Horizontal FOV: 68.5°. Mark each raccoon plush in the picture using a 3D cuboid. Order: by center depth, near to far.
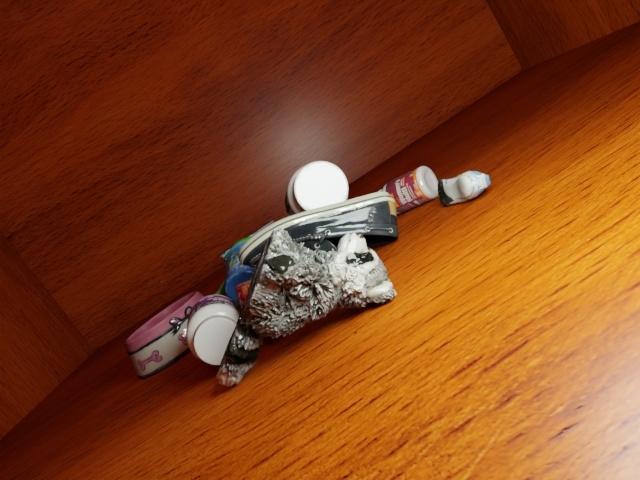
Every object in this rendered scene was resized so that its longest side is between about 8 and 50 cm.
[{"bbox_3d":[-0.028,0.168,1.102,0.216,0.299,0.446,-89,22,-61],"label":"raccoon plush"}]

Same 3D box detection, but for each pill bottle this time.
[{"bbox_3d":[-0.298,0.256,1.351,0.169,0.169,0.301,-35,10,-11],"label":"pill bottle"},{"bbox_3d":[-0.017,-0.152,1.616,0.204,0.204,0.361,-34,2,-6],"label":"pill bottle"},{"bbox_3d":[0.294,-0.164,1.649,0.221,0.121,0.121,-25,12,40],"label":"pill bottle"}]

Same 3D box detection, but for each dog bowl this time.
[{"bbox_3d":[-0.591,0.358,1.880,0.408,0.150,0.408,-33,10,6],"label":"dog bowl"}]

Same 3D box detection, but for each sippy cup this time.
[{"bbox_3d":[-0.249,0.133,1.722,0.224,0.240,0.305,-89,17,-66],"label":"sippy cup"}]

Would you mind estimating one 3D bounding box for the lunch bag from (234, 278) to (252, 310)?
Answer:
[{"bbox_3d":[-0.105,0.150,1.347,0.258,0.120,0.293,-17,5,-14],"label":"lunch bag"}]

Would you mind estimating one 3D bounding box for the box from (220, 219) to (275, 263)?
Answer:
[{"bbox_3d":[-0.287,0.066,2.182,0.293,0.201,0.057,-33,10,-2],"label":"box"}]

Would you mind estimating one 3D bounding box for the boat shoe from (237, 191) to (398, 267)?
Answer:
[{"bbox_3d":[0.000,0.000,1.397,0.500,0.156,0.187,-17,-15,-3],"label":"boat shoe"}]

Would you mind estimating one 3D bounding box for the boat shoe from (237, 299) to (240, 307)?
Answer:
[{"bbox_3d":[-0.194,0.188,1.523,0.060,0.064,0.178,0,-2,35],"label":"boat shoe"}]

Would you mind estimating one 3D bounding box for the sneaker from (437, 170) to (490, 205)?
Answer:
[{"bbox_3d":[0.409,-0.151,1.370,0.086,0.085,0.237,-8,2,-10],"label":"sneaker"}]
